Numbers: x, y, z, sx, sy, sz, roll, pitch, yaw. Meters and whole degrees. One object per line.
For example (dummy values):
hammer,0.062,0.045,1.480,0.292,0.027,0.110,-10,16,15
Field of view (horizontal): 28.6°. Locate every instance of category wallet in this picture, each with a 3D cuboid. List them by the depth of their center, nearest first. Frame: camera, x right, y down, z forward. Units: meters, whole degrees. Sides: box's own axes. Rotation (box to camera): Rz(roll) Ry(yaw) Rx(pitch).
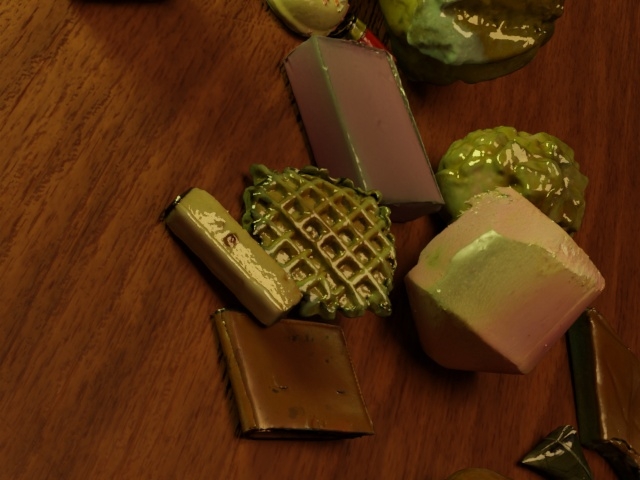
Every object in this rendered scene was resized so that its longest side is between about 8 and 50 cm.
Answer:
wallet,-0.034,0.164,1.490,0.195,0.042,0.161,8,53,-42

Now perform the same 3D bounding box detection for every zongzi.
zongzi,0.341,0.335,1.804,0.113,0.052,0.104,-30,95,-41

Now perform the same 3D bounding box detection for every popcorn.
popcorn,0.289,-0.059,1.887,0.259,0.212,0.259,32,37,-28

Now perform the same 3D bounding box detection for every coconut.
coconut,0.232,0.070,1.709,0.233,0.245,0.233,46,3,-3

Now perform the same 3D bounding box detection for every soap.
soap,0.061,-0.153,1.784,0.181,0.081,0.259,0,67,-49

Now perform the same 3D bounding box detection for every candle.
candle,0.075,-0.288,1.920,0.130,0.052,0.052,41,40,-24

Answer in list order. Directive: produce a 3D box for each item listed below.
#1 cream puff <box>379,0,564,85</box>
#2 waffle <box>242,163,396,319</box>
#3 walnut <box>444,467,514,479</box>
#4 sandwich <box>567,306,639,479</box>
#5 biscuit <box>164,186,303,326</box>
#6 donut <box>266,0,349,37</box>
cream puff,0.245,-0.417,1.969,0.378,0.275,0.378,-7,90,-68
waffle,0.000,0.000,1.589,0.208,0.054,0.214,12,60,-21
walnut,0.225,0.356,1.599,0.207,0.116,0.116,30,45,-39
sandwich,0.454,0.247,1.979,0.245,0.063,0.212,52,38,-8
biscuit,-0.104,0.020,1.476,0.188,0.052,0.056,45,37,-1
donut,-0.006,-0.358,1.860,0.108,0.065,0.166,52,37,-10
